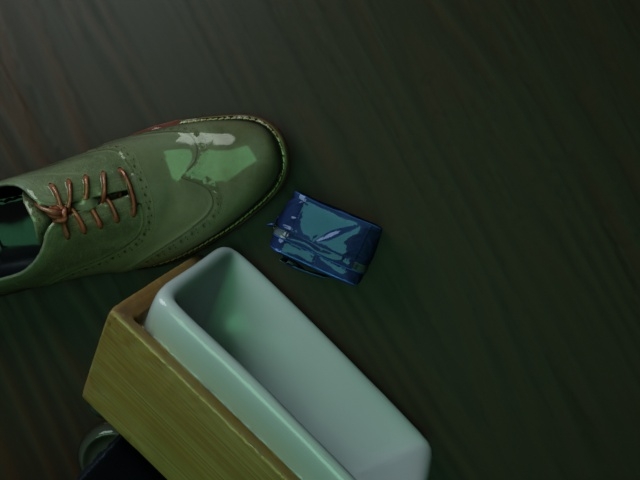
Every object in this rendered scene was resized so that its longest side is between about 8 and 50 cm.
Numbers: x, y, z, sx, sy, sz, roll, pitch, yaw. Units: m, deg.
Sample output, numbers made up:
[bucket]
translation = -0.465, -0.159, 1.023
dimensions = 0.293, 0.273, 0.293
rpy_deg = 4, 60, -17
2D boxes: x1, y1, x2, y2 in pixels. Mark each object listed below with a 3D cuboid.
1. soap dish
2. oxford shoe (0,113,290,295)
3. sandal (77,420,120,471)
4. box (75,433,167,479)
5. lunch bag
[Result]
[soap dish]
translation = -0.045, 0.149, 0.896
dimensions = 0.291, 0.229, 0.118
rpy_deg = 44, 105, 0
[oxford shoe]
translation = -0.193, -0.021, 0.937
dimensions = 0.348, 0.130, 0.123
rpy_deg = -21, 92, 3
[sandal]
translation = -0.128, 0.243, 0.981
dimensions = 0.219, 0.060, 0.090
rpy_deg = 38, 94, 0
[box]
translation = -0.207, 0.332, 0.837
dimensions = 0.183, 0.296, 0.294
rpy_deg = 44, 113, -1
[lunch bag]
translation = 0.000, 0.000, 0.961
dimensions = 0.098, 0.067, 0.065
rpy_deg = 22, 93, 2
